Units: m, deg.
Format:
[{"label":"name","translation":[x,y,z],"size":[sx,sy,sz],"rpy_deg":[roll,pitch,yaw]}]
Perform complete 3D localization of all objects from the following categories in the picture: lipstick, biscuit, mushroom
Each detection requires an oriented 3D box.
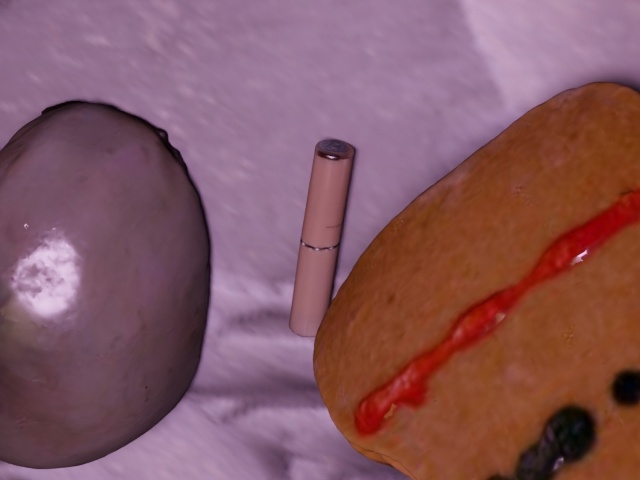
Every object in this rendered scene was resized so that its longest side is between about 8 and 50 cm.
[{"label":"lipstick","translation":[0.000,0.000,0.846],"size":[0.019,0.019,0.094],"rpy_deg":[22,121,22]},{"label":"biscuit","translation":[0.071,0.098,0.720],"size":[0.262,0.052,0.277],"rpy_deg":[-33,59,24]},{"label":"mushroom","translation":[-0.130,0.031,0.890],"size":[0.141,0.117,0.188],"rpy_deg":[17,115,11]}]
